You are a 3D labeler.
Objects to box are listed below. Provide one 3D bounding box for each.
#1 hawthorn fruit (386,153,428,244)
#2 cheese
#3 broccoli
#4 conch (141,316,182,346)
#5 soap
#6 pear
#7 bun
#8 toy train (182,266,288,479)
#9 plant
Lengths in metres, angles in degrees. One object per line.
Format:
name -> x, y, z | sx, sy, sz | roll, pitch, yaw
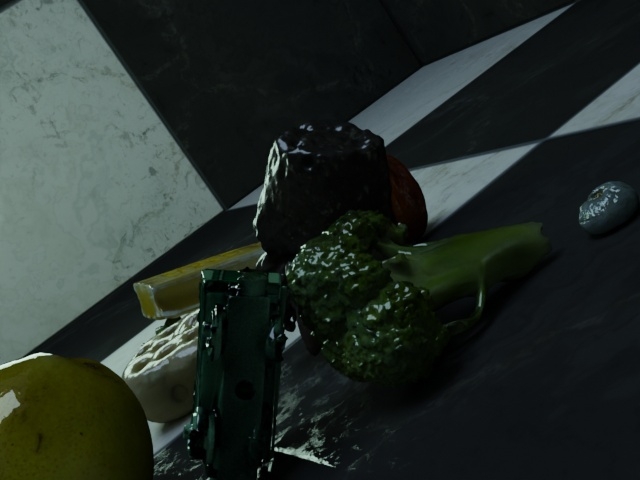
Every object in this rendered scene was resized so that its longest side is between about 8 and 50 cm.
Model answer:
hawthorn fruit -> 0.095, -0.057, 1.730 | 0.173, 0.179, 0.173 | -30, 42, 32
cheese -> -0.225, 0.208, 1.659 | 0.218, 0.117, 0.235 | -41, 14, -28
broccoli -> 0.094, 0.063, 1.251 | 0.254, 0.186, 0.302 | 23, 28, 36
conch -> -0.322, 0.196, 2.084 | 0.121, 0.074, 0.089 | -27, -23, 23
soap -> -0.234, 0.085, 2.094 | 0.274, 0.089, 0.173 | -19, 7, -23
pear -> -0.360, 0.305, 1.262 | 0.285, 0.285, 0.336 | -27, 28, 32
bun -> 0.352, -0.043, 1.242 | 0.083, 0.045, 0.083 | -37, 8, 6
toy train -> -0.102, 0.156, 1.180 | 0.115, 0.269, 0.154 | 2, 11, -10
plant -> 0.000, 0.000, 1.437 | 0.194, 0.320, 0.182 | -20, 31, -38
